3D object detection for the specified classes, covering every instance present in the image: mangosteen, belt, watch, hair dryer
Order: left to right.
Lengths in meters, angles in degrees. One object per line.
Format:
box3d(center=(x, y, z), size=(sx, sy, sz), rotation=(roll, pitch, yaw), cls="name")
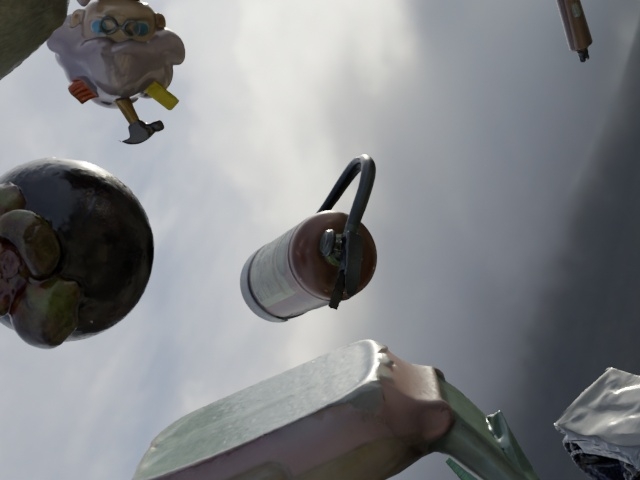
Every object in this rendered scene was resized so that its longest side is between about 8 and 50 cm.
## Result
box3d(center=(-0.272, 0.011, 1.299), size=(0.210, 0.210, 0.210), rotation=(17, -90, -75), cls="mangosteen")
box3d(center=(0.028, 0.200, 0.792), size=(0.162, 0.253, 0.241), rotation=(-71, -43, -79), cls="watch")
box3d(center=(0.354, -0.333, 1.794), size=(0.064, 0.117, 0.181), rotation=(-30, -64, -13), cls="hair dryer")
box3d(center=(0.358, 0.207, 1.329), size=(0.126, 0.139, 0.230), rotation=(-48, 15, -12), cls="belt")

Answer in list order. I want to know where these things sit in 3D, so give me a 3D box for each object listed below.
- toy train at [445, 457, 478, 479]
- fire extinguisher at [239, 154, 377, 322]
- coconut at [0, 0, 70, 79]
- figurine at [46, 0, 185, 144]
box3d(center=(0.239, 0.344, 1.801), size=(0.038, 0.148, 0.071), rotation=(-30, -20, -33), cls="toy train")
box3d(center=(-0.010, 0.002, 1.666), size=(0.376, 0.113, 0.200), rotation=(156, 113, -71), cls="fire extinguisher")
box3d(center=(-0.260, -0.150, 0.647), size=(0.237, 0.266, 0.237), rotation=(11, -90, -90), cls="coconut")
box3d(center=(-0.204, -0.215, 1.274), size=(0.112, 0.137, 0.229), rotation=(-121, 32, -62), cls="figurine")
